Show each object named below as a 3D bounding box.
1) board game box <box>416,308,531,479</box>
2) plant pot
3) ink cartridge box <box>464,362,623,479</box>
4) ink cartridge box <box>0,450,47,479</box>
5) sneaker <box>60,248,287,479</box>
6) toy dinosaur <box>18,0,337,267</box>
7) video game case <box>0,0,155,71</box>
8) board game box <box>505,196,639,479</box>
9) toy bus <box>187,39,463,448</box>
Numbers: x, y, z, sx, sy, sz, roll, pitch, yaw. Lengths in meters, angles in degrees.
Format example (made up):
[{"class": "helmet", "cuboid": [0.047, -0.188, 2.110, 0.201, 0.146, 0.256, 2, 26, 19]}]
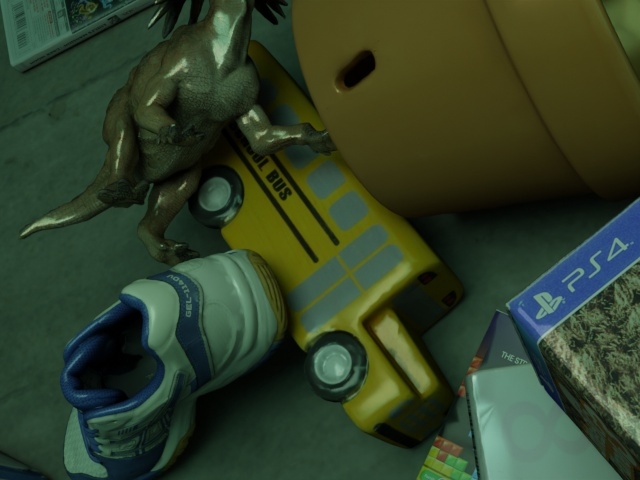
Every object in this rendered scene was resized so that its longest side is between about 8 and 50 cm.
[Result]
[{"class": "board game box", "cuboid": [0.174, 0.146, 0.762, 0.170, 0.048, 0.141, 22, 84, 28]}, {"class": "plant pot", "cuboid": [0.115, -0.144, 0.762, 0.203, 0.291, 0.291, -22, 65, 25]}, {"class": "ink cartridge box", "cuboid": [0.219, 0.161, 0.680, 0.232, 0.066, 0.189, -9, 80, 7]}, {"class": "ink cartridge box", "cuboid": [-0.440, 0.329, 0.911, 0.269, 0.151, 0.396, 17, 82, 30]}, {"class": "sneaker", "cuboid": [-0.152, 0.105, 0.817, 0.296, 0.131, 0.112, -51, 60, 38]}, {"class": "toy dinosaur", "cuboid": [-0.109, -0.111, 0.819, 0.295, 0.127, 0.200, -40, 49, 23]}, {"class": "video game case", "cuboid": [-0.259, -0.288, 1.118, 0.173, 0.022, 0.191, -24, 64, 15]}, {"class": "board game box", "cuboid": [0.281, 0.085, 0.540, 0.232, 0.141, 0.291, -39, 59, -1]}, {"class": "toy bus", "cuboid": [0.000, 0.000, 0.856, 0.130, 0.108, 0.333, -40, 61, 5]}]
